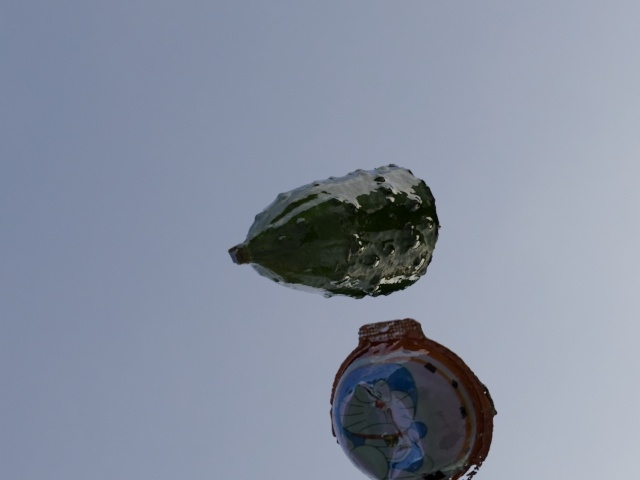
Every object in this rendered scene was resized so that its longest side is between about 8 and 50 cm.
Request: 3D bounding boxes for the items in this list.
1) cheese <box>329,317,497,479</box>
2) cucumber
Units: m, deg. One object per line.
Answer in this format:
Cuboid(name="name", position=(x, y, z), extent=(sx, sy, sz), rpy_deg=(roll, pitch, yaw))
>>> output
Cuboid(name="cheese", position=(0.117, 0.252, 1.688), extent=(0.129, 0.217, 0.329), rpy_deg=(-26, -73, -61))
Cuboid(name="cucumber", position=(0.002, -0.002, 1.381), extent=(0.244, 0.134, 0.134), rpy_deg=(-12, -63, -50))
